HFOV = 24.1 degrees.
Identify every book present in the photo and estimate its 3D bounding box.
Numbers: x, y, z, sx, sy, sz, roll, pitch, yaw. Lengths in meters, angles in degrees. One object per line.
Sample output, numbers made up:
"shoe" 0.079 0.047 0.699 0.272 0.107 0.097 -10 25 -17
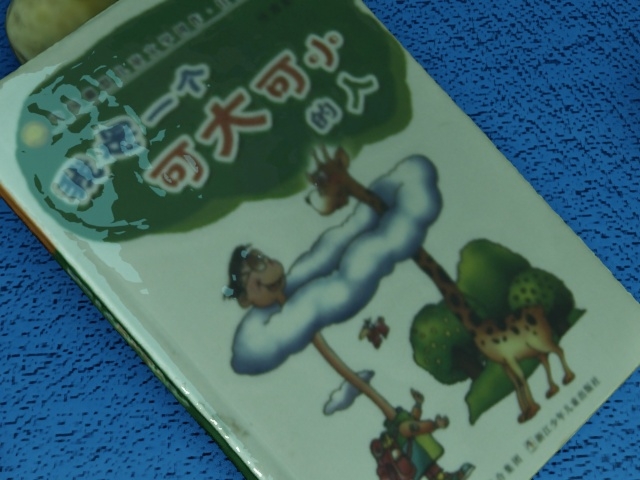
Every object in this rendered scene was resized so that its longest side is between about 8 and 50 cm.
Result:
"book" 0.000 0.000 0.880 0.260 0.043 0.371 -40 84 -28

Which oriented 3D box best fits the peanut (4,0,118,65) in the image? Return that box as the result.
"peanut" -0.131 -0.102 0.991 0.120 0.110 0.236 -47 62 4
